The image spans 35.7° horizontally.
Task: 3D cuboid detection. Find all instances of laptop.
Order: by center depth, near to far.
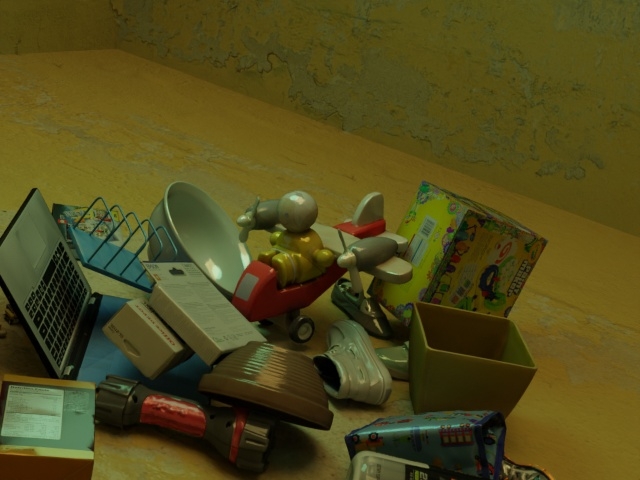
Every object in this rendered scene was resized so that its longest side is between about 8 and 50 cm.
[{"bbox_3d":[-0.390,0.098,1.881,0.236,0.407,0.382,-21,21,4],"label":"laptop"}]

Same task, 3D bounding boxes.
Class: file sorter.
[{"bbox_3d":[-0.380,0.007,1.931,0.170,0.104,0.118,29,19,-44],"label":"file sorter"}]

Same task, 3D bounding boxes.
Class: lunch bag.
[{"bbox_3d":[0.190,0.339,1.681,0.221,0.138,0.293,-8,5,17],"label":"lunch bag"}]

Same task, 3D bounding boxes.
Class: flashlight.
[{"bbox_3d":[-0.225,0.299,1.637,0.304,0.103,0.103,13,56,6],"label":"flashlight"}]

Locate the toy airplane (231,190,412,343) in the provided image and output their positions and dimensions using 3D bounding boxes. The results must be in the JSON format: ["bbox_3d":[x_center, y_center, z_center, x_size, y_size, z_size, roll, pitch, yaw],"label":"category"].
[{"bbox_3d":[0.000,0.000,2.107,0.386,0.272,0.384,-12,34,12],"label":"toy airplane"}]

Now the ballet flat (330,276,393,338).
[{"bbox_3d":[0.095,0.148,2.274,0.072,0.068,0.213,-2,25,-36],"label":"ballet flat"}]

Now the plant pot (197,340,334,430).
[{"bbox_3d":[-0.082,0.241,1.696,0.237,0.109,0.237,16,-13,4],"label":"plant pot"}]

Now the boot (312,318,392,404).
[{"bbox_3d":[0.038,0.230,1.976,0.123,0.095,0.258,11,20,-28],"label":"boot"}]

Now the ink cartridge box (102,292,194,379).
[{"bbox_3d":[-0.288,0.163,1.767,0.127,0.072,0.175,45,13,6],"label":"ink cartridge box"}]

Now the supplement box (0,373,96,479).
[{"bbox_3d":[-0.383,0.315,1.346,0.129,0.191,0.194,8,21,-15],"label":"supplement box"}]

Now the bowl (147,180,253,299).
[{"bbox_3d":[-0.284,0.028,2.178,0.298,0.134,0.298,48,20,-24],"label":"bowl"}]

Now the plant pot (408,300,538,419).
[{"bbox_3d":[0.270,0.260,1.915,0.212,0.187,0.212,11,20,-6],"label":"plant pot"}]

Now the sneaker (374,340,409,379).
[{"bbox_3d":[0.225,0.209,2.075,0.256,0.151,0.094,5,23,-19],"label":"sneaker"}]

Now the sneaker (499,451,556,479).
[{"bbox_3d":[0.317,0.415,1.700,0.083,0.084,0.215,-8,19,-41],"label":"sneaker"}]

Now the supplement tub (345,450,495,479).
[{"bbox_3d":[0.182,0.425,1.412,0.316,0.193,0.193,13,20,-1],"label":"supplement tub"}]

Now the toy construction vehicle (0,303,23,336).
[{"bbox_3d":[-0.608,0.146,1.883,0.086,0.035,0.098,-5,27,-40],"label":"toy construction vehicle"}]

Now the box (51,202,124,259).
[{"bbox_3d":[-0.552,-0.018,2.340,0.159,0.044,0.233,7,21,-18],"label":"box"}]

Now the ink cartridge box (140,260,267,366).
[{"bbox_3d":[-0.220,0.129,1.809,0.224,0.045,0.223,46,12,14],"label":"ink cartridge box"}]

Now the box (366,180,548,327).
[{"bbox_3d":[0.309,0.060,2.240,0.279,0.290,0.177,19,13,-37],"label":"box"}]
